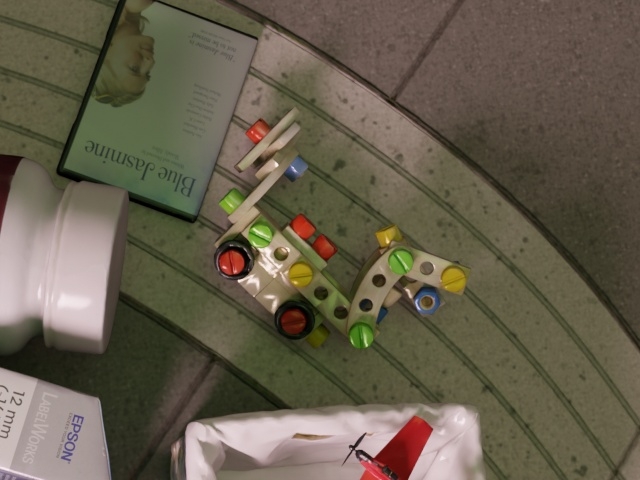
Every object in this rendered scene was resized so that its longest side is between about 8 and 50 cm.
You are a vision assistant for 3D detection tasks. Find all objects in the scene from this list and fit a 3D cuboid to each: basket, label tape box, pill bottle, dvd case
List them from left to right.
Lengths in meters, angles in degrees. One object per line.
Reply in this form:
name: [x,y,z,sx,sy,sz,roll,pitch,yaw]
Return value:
pill bottle: [-0.419,0.006,1.767,0.392,0.224,0.224,8,78,-3]
label tape box: [-0.322,0.212,1.759,0.348,0.249,0.115,16,77,-9]
dvd case: [-0.199,-0.167,1.976,0.180,0.022,0.253,20,76,-8]
basket: [0.005,0.361,1.794,0.328,0.266,0.331,-2,79,-13]

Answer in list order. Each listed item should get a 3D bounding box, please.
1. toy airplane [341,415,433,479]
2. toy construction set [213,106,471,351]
toy airplane: [0.088,0.262,1.679,0.151,0.028,0.151,3,77,-14]
toy construction set: [0.000,0.000,1.921,0.215,0.151,0.327,-44,83,8]
